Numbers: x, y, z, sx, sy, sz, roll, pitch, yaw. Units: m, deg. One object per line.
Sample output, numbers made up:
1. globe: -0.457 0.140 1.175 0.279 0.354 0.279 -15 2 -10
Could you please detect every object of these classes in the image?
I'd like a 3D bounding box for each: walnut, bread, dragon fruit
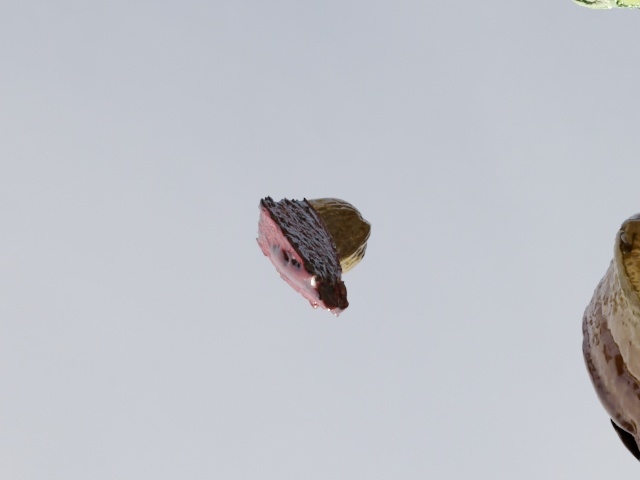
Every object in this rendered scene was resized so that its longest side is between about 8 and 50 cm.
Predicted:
1. walnut: 0.000 0.000 1.365 0.124 0.105 0.105 -21 -84 -5
2. bread: 0.305 0.086 0.884 0.195 0.270 0.143 -2 -56 -11
3. dragon fruit: -0.020 0.025 1.082 0.131 0.063 0.097 56 -158 23

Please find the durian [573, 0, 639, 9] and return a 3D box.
1. durian: 0.403 -0.323 1.347 0.106 0.375 0.132 21 -99 -40
